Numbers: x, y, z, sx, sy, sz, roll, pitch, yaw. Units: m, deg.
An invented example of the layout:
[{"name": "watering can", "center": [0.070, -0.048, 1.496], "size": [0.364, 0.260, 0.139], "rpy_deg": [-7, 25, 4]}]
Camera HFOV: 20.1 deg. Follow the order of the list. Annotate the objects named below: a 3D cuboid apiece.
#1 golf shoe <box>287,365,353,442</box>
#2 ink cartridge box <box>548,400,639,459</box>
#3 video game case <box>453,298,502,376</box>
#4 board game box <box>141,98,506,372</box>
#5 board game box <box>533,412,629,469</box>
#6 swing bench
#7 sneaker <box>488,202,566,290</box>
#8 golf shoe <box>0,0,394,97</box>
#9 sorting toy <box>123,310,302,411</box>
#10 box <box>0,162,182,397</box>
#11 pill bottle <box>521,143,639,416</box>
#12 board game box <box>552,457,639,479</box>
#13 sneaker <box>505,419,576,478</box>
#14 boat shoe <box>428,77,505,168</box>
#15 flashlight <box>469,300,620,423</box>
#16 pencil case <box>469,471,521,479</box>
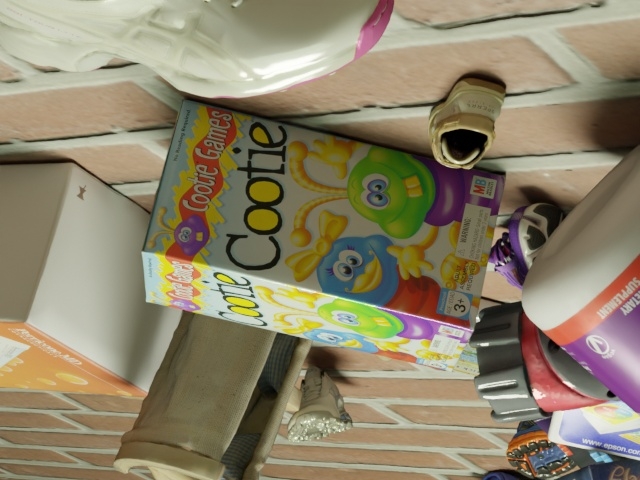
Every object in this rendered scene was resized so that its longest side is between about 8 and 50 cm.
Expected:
[{"name": "golf shoe", "center": [-0.010, 0.190, 2.114], "size": [0.069, 0.086, 0.176], "rpy_deg": [-15, 173, 5]}, {"name": "ink cartridge box", "center": [0.373, 0.088, 1.565], "size": [0.304, 0.072, 0.307], "rpy_deg": [12, 131, 6]}, {"name": "video game case", "center": [0.139, 0.096, 1.881], "size": [0.227, 0.026, 0.206], "rpy_deg": [14, 161, -4]}, {"name": "board game box", "center": [0.000, 0.000, 1.526], "size": [0.275, 0.142, 0.144], "rpy_deg": [13, 161, 1]}, {"name": "board game box", "center": [0.323, 0.177, 1.825], "size": [0.170, 0.048, 0.141], "rpy_deg": [-23, 132, 28]}, {"name": "swing bench", "center": [-0.074, 0.148, 1.787], "size": [0.165, 0.253, 0.254], "rpy_deg": [11, 156, 30]}, {"name": "sneaker", "center": [0.176, 0.015, 1.568], "size": [0.071, 0.068, 0.170], "rpy_deg": [15, 162, 16]}, {"name": "golf shoe", "center": [-0.106, -0.171, 1.176], "size": [0.306, 0.115, 0.140], "rpy_deg": [5, 156, 21]}, {"name": "sorting toy", "center": [-0.181, 0.101, 2.018], "size": [0.255, 0.089, 0.257], "rpy_deg": [1, 157, 32]}, {"name": "box", "center": [-0.336, 0.041, 1.837], "size": [0.345, 0.168, 0.215], "rpy_deg": [0, 156, 34]}, {"name": "pill bottle", "center": [0.317, 0.082, 1.324], "size": [0.323, 0.181, 0.181], "rpy_deg": [41, 158, -2]}, {"name": "board game box", "center": [0.321, 0.239, 1.756], "size": [0.243, 0.042, 0.165], "rpy_deg": [-5, 163, -27]}, {"name": "sneaker", "center": [0.293, 0.181, 1.940], "size": [0.221, 0.087, 0.083], "rpy_deg": [-23, 129, 35]}, {"name": "boat shoe", "center": [0.106, -0.080, 1.377], "size": [0.050, 0.045, 0.135], "rpy_deg": [14, 161, 0]}, {"name": "flashlight", "center": [0.279, 0.079, 1.481], "size": [0.304, 0.103, 0.103], "rpy_deg": [-13, 162, 22]}, {"name": "pencil case", "center": [0.345, 0.413, 2.478], "size": [0.306, 0.119, 0.133], "rpy_deg": [19, 136, -15]}]
